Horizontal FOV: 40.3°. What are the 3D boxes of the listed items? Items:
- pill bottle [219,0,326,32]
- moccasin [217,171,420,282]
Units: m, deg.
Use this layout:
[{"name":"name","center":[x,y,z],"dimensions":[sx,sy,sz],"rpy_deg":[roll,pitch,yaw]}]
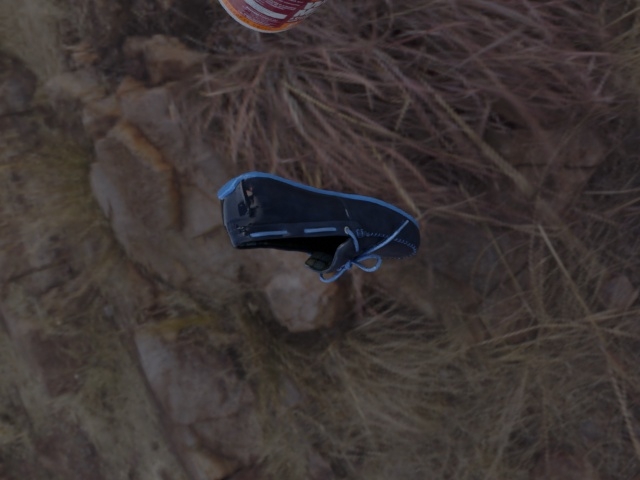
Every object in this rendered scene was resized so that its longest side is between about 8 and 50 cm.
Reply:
[{"name":"pill bottle","center":[-0.019,-0.287,0.831],"dimensions":[0.221,0.121,0.121],"rpy_deg":[-11,97,66]},{"name":"moccasin","center":[0.000,0.000,1.278],"dimensions":[0.138,0.342,0.116],"rpy_deg":[-38,50,50]}]
